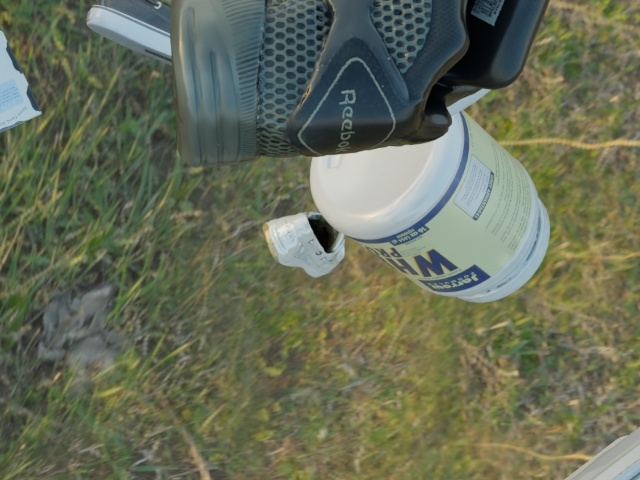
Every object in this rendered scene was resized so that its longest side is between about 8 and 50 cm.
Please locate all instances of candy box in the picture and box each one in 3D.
[{"bbox_3d":[-0.360,-0.202,1.110,0.070,0.165,0.196,-29,110,-18],"label":"candy box"}]

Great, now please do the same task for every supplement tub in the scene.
[{"bbox_3d":[0.164,-0.060,1.612,0.325,0.235,0.235,33,64,-45],"label":"supplement tub"}]

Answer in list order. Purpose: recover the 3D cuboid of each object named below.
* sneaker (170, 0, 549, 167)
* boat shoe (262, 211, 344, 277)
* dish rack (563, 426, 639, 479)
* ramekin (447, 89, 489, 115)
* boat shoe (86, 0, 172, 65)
[{"bbox_3d":[0.013,-0.116,0.432,0.130,0.087,0.227,1,46,-5],"label":"sneaker"},{"bbox_3d":[0.000,0.000,1.919,0.096,0.277,0.098,-25,80,17],"label":"boat shoe"},{"bbox_3d":[0.321,0.301,1.077,0.286,0.072,0.333,-37,124,1],"label":"dish rack"},{"bbox_3d":[0.037,-0.180,0.831,0.273,0.273,0.127,-44,127,-22],"label":"ramekin"},{"bbox_3d":[-0.140,-0.226,1.255,0.229,0.080,0.076,22,85,-4],"label":"boat shoe"}]
